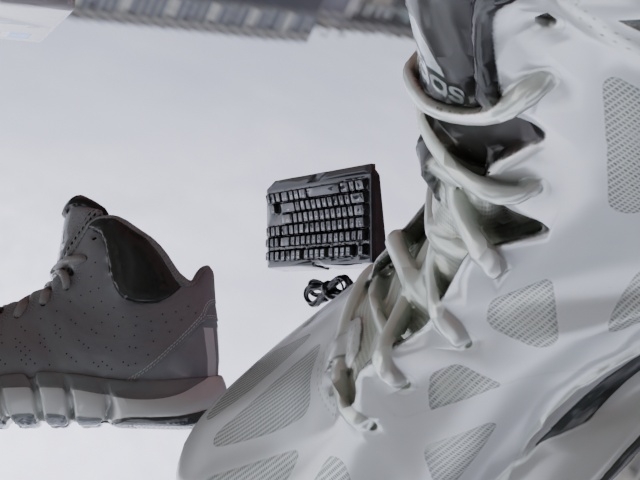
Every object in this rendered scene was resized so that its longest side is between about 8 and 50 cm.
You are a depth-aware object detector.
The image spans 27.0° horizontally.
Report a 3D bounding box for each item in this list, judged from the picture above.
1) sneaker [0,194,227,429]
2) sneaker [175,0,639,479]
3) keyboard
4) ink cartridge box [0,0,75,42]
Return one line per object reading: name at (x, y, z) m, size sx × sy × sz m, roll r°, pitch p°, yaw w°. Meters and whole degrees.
sneaker at (-0.166, 0.039, 0.751) m, size 0.229 × 0.132 × 0.086 m, roll 3°, pitch 170°, yaw -12°
sneaker at (0.058, -0.023, 0.518) m, size 0.257 × 0.447 × 0.169 m, roll 37°, pitch -149°, yaw -36°
keyboard at (0.000, 0.000, 1.064) m, size 0.023 × 0.108 × 0.180 m, roll -6°, pitch 180°, yaw -27°
ink cartridge box at (-0.356, -0.227, 1.151) m, size 0.261 × 0.066 × 0.296 m, roll 4°, pitch -178°, yaw -17°
